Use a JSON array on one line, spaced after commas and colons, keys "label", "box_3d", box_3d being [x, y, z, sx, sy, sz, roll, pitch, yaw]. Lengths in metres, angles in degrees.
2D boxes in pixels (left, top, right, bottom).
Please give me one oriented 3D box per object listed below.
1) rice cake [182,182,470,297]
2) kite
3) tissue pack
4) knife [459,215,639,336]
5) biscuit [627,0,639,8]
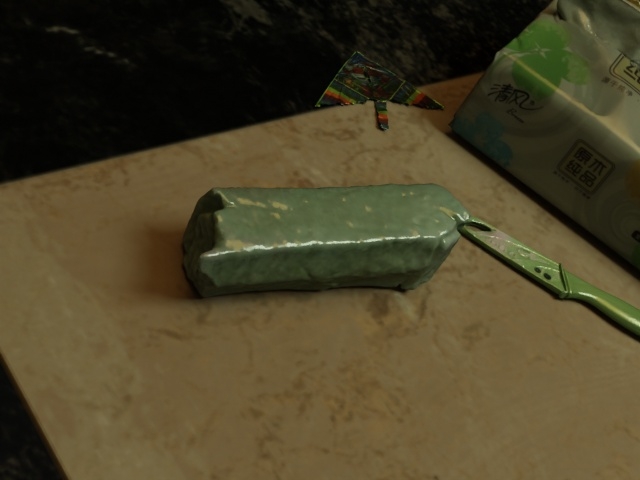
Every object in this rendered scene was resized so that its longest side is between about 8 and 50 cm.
[{"label": "rice cake", "box_3d": [0.001, 0.000, 0.818, 0.206, 0.069, 0.063, -4, 57, -26]}, {"label": "kite", "box_3d": [0.045, -0.124, 0.985, 0.122, 0.004, 0.090, 2, 51, -25]}, {"label": "tissue pack", "box_3d": [0.254, -0.101, 0.971, 0.229, 0.145, 0.159, 38, 47, 8]}, {"label": "knife", "box_3d": [0.192, 0.036, 0.918, 0.207, 0.014, 0.030, 31, 45, 2]}, {"label": "biscuit", "box_3d": [0.368, -0.235, 1.219, 0.240, 0.035, 0.158, 32, 48, 2]}]
